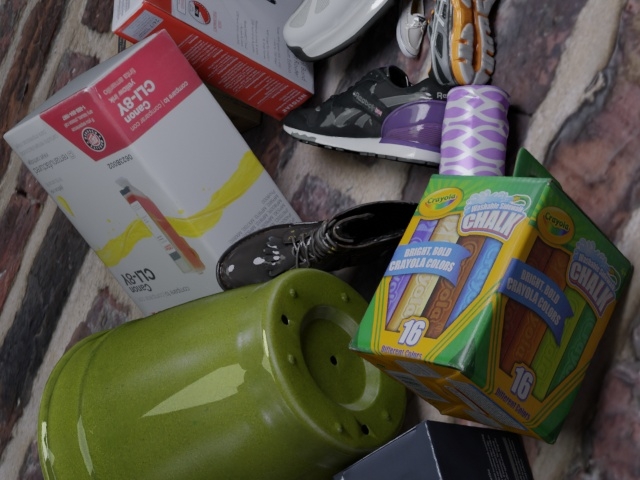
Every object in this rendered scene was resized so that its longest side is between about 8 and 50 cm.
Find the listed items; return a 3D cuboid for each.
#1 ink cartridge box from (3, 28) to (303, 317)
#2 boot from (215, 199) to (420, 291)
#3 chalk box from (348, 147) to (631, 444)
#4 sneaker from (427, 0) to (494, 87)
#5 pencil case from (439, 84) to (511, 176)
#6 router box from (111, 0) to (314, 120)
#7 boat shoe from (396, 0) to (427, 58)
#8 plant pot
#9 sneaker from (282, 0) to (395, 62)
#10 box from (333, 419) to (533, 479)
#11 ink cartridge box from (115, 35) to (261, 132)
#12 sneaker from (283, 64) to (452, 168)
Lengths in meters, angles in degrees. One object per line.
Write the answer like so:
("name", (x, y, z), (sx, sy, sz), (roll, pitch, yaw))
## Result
("ink cartridge box", (-0.222, -0.066, 1.682), (0.279, 0.384, 0.160), (-15, 26, 51))
("boot", (0.000, 0.000, 1.483), (0.229, 0.263, 0.091), (138, 115, -80))
("chalk box", (0.199, 0.041, 1.294), (0.179, 0.180, 0.288), (7, 65, 52))
("sneaker", (0.176, -0.298, 1.552), (0.083, 0.084, 0.214), (-9, 71, 54))
("pencil case", (0.187, -0.086, 1.458), (0.086, 0.088, 0.206), (1, 77, 29))
("router box", (-0.151, -0.382, 1.765), (0.082, 0.301, 0.335), (-34, 46, 37))
("boat shoe", (0.129, -0.298, 1.646), (0.035, 0.035, 0.100), (-26, 51, 46))
("plant pot", (-0.097, 0.210, 1.481), (0.353, 0.367, 0.366), (-32, 54, 35))
("sneaker", (0.039, -0.463, 1.606), (0.447, 0.258, 0.169), (-46, 24, 25))
("box", (0.128, 0.279, 1.337), (0.156, 0.158, 0.093), (-39, 52, 36))
("ink cartridge box", (-0.204, -0.290, 1.878), (0.088, 0.235, 0.193), (-20, 62, 44))
("sneaker", (0.072, -0.174, 1.610), (0.283, 0.107, 0.124), (14, 95, 42))
